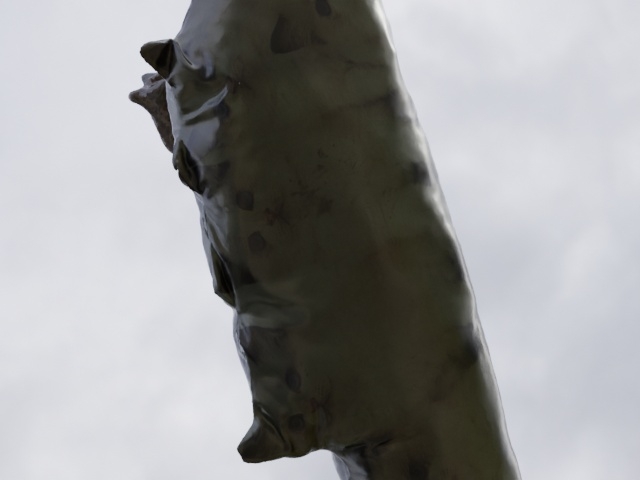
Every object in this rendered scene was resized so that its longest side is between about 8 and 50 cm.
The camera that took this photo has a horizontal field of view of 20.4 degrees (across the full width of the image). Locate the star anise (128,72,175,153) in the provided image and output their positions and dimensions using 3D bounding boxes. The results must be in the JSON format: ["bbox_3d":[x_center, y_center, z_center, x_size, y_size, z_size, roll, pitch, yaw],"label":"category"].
[{"bbox_3d":[-0.024,-0.044,1.141,0.212,0.197,0.073,30,-80,-27],"label":"star anise"}]

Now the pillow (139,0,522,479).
[{"bbox_3d":[-0.001,-0.001,0.558,0.093,0.051,0.241,-16,-89,-34],"label":"pillow"}]
